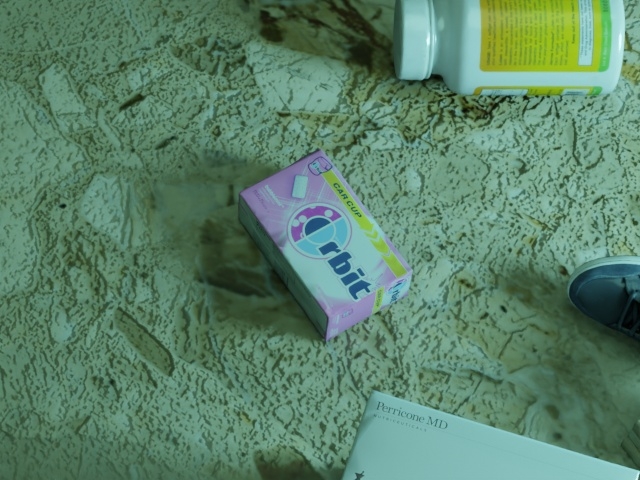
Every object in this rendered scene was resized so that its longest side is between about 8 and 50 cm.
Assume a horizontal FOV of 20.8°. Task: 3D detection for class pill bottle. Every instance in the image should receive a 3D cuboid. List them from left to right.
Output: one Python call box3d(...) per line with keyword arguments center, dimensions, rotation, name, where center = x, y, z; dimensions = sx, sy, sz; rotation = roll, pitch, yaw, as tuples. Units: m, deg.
box3d(center=(0.209, -0.232, 1.969), dimensions=(0.246, 0.136, 0.136), rotation=(0, 62, -4), name="pill bottle")

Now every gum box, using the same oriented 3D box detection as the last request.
box3d(center=(0.000, 0.000, 1.874), dimensions=(0.107, 0.062, 0.188), rotation=(-29, 67, -18), name="gum box")

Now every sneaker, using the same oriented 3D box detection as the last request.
box3d(center=(0.360, 0.096, 1.793), dimensions=(0.226, 0.086, 0.163), rotation=(17, 26, 6), name="sneaker")

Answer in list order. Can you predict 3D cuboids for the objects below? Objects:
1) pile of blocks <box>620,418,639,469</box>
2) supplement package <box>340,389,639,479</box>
box3d(center=(0.409, 0.302, 1.709), dimensions=(0.149, 0.112, 0.362), rotation=(-6, 63, -7), name="pile of blocks")
box3d(center=(0.144, 0.278, 1.653), dimensions=(0.262, 0.204, 0.145), rotation=(16, 61, 6), name="supplement package")
